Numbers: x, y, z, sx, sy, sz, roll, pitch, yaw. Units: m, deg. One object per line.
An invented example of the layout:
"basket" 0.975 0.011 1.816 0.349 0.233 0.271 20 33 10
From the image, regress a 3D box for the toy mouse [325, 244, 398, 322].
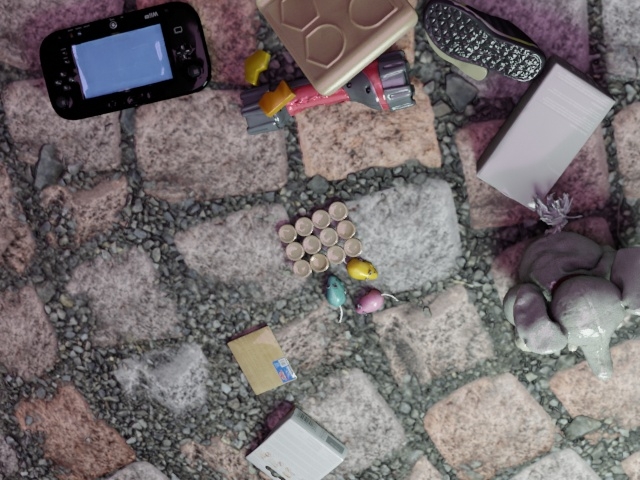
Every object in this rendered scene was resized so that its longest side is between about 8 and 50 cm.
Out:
"toy mouse" 0.063 0.107 1.782 0.161 0.031 0.143 29 110 -1

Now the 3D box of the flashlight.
"flashlight" 0.012 -0.252 1.632 0.304 0.103 0.103 -13 101 12

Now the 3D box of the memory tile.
"memory tile" 0.000 0.000 1.757 0.148 0.012 0.113 -23 92 16

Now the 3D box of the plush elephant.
"plush elephant" 0.444 0.109 1.561 0.272 0.255 0.330 -17 127 12

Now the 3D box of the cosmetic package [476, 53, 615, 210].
"cosmetic package" 0.384 -0.185 1.598 0.127 0.107 0.238 34 113 -4

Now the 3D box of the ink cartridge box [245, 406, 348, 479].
"ink cartridge box" -0.049 0.443 1.920 0.145 0.045 0.179 39 128 -6

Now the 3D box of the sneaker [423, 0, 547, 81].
"sneaker" 0.277 -0.342 1.563 0.235 0.097 0.084 27 125 -10

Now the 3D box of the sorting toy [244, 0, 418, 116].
"sorting toy" -0.011 -0.366 1.594 0.307 0.041 0.229 -38 75 14

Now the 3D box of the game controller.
"game controller" -0.357 -0.326 1.685 0.319 0.067 0.166 -11 106 12

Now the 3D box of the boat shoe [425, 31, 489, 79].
"boat shoe" 0.240 -0.333 1.602 0.133 0.042 0.049 37 145 -2

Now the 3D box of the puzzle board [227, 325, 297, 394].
"puzzle board" -0.117 0.242 1.868 0.096 0.011 0.128 -24 104 15
